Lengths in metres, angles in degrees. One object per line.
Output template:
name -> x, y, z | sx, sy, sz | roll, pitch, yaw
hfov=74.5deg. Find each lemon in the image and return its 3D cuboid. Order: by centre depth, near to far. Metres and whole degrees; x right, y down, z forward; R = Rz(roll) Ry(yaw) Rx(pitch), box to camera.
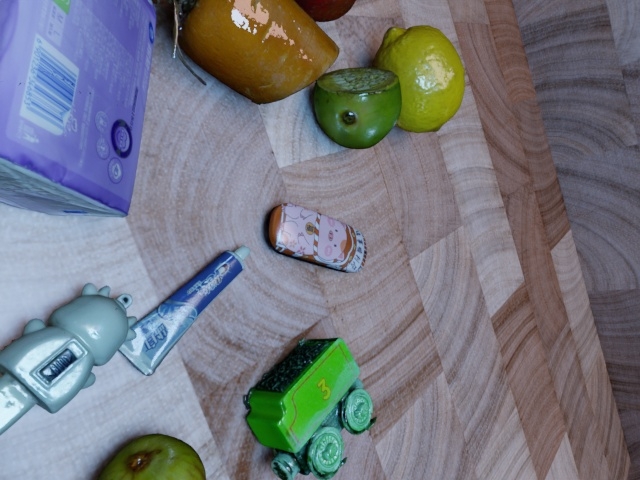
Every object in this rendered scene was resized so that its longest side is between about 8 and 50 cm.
lemon -> 0.248, -0.413, 1.082 | 0.233, 0.233, 0.288 | -47, 111, -37

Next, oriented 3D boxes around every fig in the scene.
fig -> -0.224, 0.361, 0.588 | 0.186, 0.147, 0.142 | 90, 15, -45

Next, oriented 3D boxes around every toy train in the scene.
toy train -> -0.015, 0.307, 0.783 | 0.243, 0.132, 0.188 | -38, 104, -42

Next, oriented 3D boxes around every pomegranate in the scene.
pomegranate -> 0.070, -0.302, 0.961 | 0.189, 0.241, 0.159 | -23, 135, -21

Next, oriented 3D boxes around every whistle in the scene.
whistle -> -0.337, 0.154, 0.530 | 0.101, 0.106, 0.253 | 35, 47, 3

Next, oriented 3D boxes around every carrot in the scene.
carrot -> -0.149, -0.373, 0.735 | 0.331, 0.214, 0.193 | 33, 24, -39

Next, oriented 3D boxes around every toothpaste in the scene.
toothpaste -> -0.210, 0.096, 0.697 | 0.268, 0.047, 0.069 | -48, 127, -33

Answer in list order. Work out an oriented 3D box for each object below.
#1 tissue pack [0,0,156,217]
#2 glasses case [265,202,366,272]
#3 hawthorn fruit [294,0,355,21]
tissue pack -> -0.334, -0.217, 0.507 | 0.242, 0.160, 0.338 | 63, 28, -76
glasses case -> 0.000, 0.000, 0.888 | 0.266, 0.067, 0.103 | 18, 73, -39
hawthorn fruit -> -0.030, -0.573, 0.832 | 0.300, 0.254, 0.254 | -36, 107, -53
